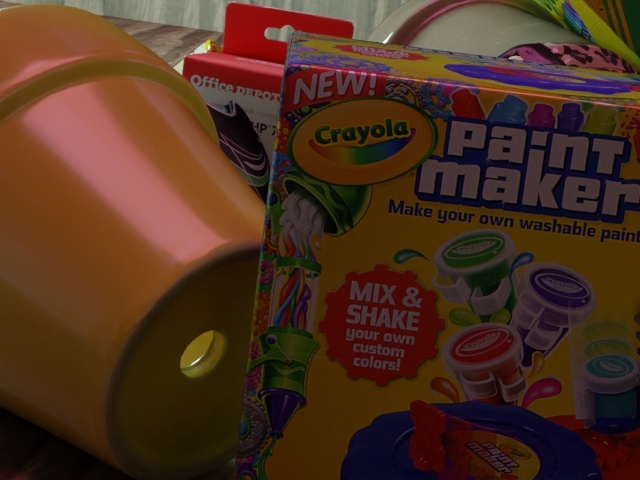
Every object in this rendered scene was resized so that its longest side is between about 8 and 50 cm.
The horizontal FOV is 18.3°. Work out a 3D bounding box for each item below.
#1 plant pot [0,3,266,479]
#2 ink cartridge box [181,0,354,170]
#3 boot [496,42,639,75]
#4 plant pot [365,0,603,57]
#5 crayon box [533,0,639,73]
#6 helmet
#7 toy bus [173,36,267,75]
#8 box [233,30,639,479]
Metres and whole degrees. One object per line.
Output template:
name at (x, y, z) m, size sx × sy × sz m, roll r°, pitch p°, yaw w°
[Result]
plant pot at (-0.134, 0.016, 1.205) m, size 0.254 × 0.254 × 0.239 m, roll -4°, pitch 30°, yaw -44°
ink cartridge box at (-0.054, -0.086, 1.733) m, size 0.134 × 0.231 × 0.078 m, roll 12°, pitch 12°, yaw 23°
boot at (0.196, -0.026, 1.535) m, size 0.377 × 0.138 × 0.284 m, roll -13°, pitch 44°, yaw -31°
plant pot at (0.181, -0.107, 1.850) m, size 0.263 × 0.263 × 0.229 m, roll 2°, pitch 5°, yaw -23°
crayon box at (0.328, -0.188, 1.902) m, size 0.313 × 0.106 × 0.363 m, roll 45°, pitch 3°, yaw 2°
helmet at (-0.120, -0.041, 1.627) m, size 0.169 × 0.169 × 0.161 m, roll 10°, pitch 9°, yaw 15°
toy bus at (-0.115, -0.120, 2.177) m, size 0.104 × 0.202 × 0.191 m, roll 37°, pitch -16°, yaw -36°
box at (0.108, 0.051, 1.033) m, size 0.290 × 0.279 × 0.177 m, roll 6°, pitch 11°, yaw -1°
